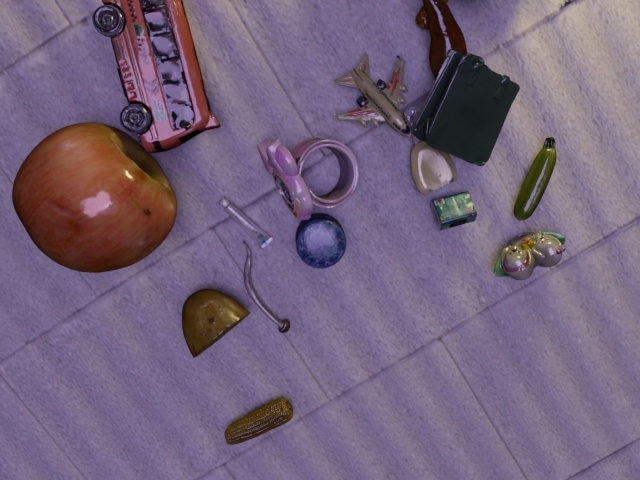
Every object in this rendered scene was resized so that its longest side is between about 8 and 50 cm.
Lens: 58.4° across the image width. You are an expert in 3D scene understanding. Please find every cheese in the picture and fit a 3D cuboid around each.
[{"bbox_3d":[0.297,-0.262,1.644,0.127,0.054,0.252,-25,101,-1],"label":"cheese"}]

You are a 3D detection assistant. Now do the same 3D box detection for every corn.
[{"bbox_3d":[-0.192,0.563,1.782,0.231,0.080,0.080,-25,102,5],"label":"corn"}]

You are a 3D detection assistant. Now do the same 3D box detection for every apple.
[{"bbox_3d":[-0.582,-0.107,1.474,0.346,0.391,0.391,-36,101,6],"label":"apple"}]

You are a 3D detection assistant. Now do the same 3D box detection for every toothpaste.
[{"bbox_3d":[-0.222,-0.054,1.677,0.048,0.031,0.190,-44,103,4],"label":"toothpaste"}]

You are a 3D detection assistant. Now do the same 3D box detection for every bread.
[{"bbox_3d":[0.317,-0.652,1.567,0.052,0.044,0.157,33,98,-2],"label":"bread"}]

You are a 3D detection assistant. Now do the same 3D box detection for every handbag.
[{"bbox_3d":[0.401,-0.354,1.555,0.247,0.079,0.260,15,109,-33],"label":"handbag"}]

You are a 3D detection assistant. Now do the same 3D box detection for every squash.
[{"bbox_3d":[0.631,-0.175,1.667,0.066,0.066,0.252,20,100,-6],"label":"squash"}]

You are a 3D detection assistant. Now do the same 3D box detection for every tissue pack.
[{"bbox_3d":[0.387,-0.082,1.675,0.110,0.079,0.085,-15,67,-1],"label":"tissue pack"}]

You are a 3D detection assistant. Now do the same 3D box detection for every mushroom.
[{"bbox_3d":[-0.182,0.149,1.718,0.068,0.043,0.306,-31,100,-14],"label":"mushroom"}]

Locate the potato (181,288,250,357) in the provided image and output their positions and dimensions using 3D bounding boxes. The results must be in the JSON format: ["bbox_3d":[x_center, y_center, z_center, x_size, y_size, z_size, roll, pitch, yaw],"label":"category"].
[{"bbox_3d":[-0.330,0.221,1.668,0.158,0.178,0.203,48,111,6],"label":"potato"}]

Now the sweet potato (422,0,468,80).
[{"bbox_3d":[0.350,-0.502,1.567,0.112,0.112,0.359,-15,111,1],"label":"sweet potato"}]

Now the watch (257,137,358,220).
[{"bbox_3d":[-0.025,-0.203,1.593,0.217,0.211,0.249,-30,110,-14],"label":"watch"}]

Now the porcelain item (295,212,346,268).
[{"bbox_3d":[0.000,0.000,1.653,0.147,0.114,0.147,0,103,-2],"label":"porcelain item"}]

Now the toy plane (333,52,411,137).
[{"bbox_3d":[0.164,-0.385,1.585,0.242,0.104,0.256,-40,97,3],"label":"toy plane"}]

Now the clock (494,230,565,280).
[{"bbox_3d":[0.611,0.044,1.673,0.230,0.144,0.103,-29,100,5],"label":"clock"}]

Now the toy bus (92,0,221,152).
[{"bbox_3d":[-0.424,-0.455,1.501,0.232,0.203,0.427,-14,100,-4],"label":"toy bus"}]
